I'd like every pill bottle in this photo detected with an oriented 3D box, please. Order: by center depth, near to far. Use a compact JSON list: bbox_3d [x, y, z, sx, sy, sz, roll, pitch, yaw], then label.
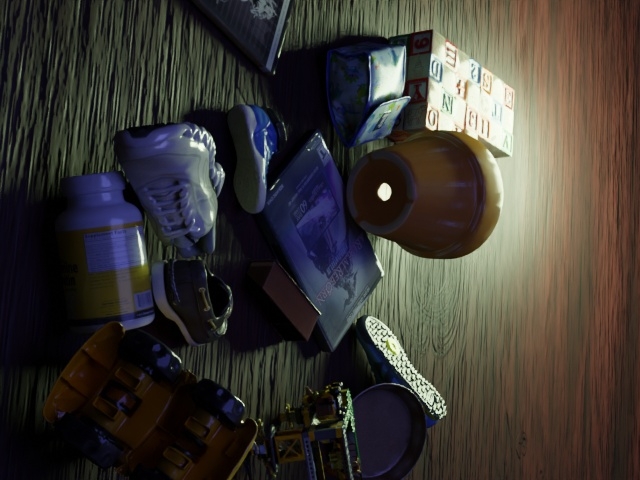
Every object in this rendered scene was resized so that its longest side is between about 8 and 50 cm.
[{"bbox_3d":[-0.256,0.014,1.617,0.103,0.103,0.184,-12,95,-55],"label":"pill bottle"}]

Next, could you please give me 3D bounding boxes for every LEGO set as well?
[{"bbox_3d":[-0.040,0.362,1.872,0.255,0.192,0.331,-75,156,-77],"label":"LEGO set"}]

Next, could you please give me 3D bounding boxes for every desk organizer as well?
[{"bbox_3d":[-0.057,0.086,1.944,0.130,0.047,0.050,52,49,-38],"label":"desk organizer"}]

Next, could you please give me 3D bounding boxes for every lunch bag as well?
[{"bbox_3d":[0.073,-0.226,2.135,0.129,0.096,0.151,-22,119,-56],"label":"lunch bag"}]

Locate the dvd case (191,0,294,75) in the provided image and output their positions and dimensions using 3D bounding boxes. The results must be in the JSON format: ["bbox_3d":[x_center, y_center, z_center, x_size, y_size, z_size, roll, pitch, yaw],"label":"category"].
[{"bbox_3d":[-0.114,-0.360,1.942,0.221,0.018,0.164,41,53,-44],"label":"dvd case"}]

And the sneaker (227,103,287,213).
[{"bbox_3d":[-0.079,-0.115,1.925,0.085,0.058,0.152,-6,84,-47],"label":"sneaker"}]

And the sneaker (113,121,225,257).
[{"bbox_3d":[-0.172,-0.060,1.653,0.292,0.110,0.118,58,28,-72],"label":"sneaker"}]

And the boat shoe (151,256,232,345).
[{"bbox_3d":[-0.147,0.079,1.734,0.228,0.069,0.081,57,25,-69],"label":"boat shoe"}]

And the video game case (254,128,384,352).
[{"bbox_3d":[0.000,0.000,2.056,0.196,0.026,0.274,-54,127,-43],"label":"video game case"}]

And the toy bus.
[{"bbox_3d":[-0.188,0.222,1.588,0.149,0.220,0.211,-54,169,-17],"label":"toy bus"}]

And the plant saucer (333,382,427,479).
[{"bbox_3d":[0.085,0.295,2.088,0.168,0.029,0.168,-5,101,-29],"label":"plant saucer"}]

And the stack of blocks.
[{"bbox_3d":[0.222,-0.221,2.345,0.297,0.087,0.171,23,67,-52],"label":"stack of blocks"}]

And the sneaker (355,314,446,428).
[{"bbox_3d":[0.106,0.213,2.150,0.209,0.082,0.069,53,34,-10],"label":"sneaker"}]

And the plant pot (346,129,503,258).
[{"bbox_3d":[0.145,-0.071,2.121,0.188,0.205,0.205,-1,87,-52],"label":"plant pot"}]
